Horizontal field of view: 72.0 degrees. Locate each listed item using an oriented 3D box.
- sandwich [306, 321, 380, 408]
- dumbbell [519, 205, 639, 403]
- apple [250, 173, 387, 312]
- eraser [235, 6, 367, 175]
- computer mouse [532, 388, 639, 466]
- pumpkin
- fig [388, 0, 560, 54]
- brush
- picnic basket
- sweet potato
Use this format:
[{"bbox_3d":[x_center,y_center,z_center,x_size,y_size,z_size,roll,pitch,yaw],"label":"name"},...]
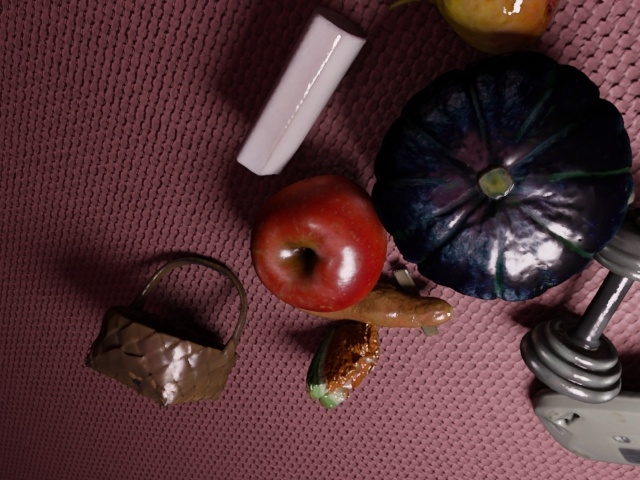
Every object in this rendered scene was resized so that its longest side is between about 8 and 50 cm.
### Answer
[{"bbox_3d":[0.062,0.274,0.973,0.160,0.184,0.109,-20,114,28],"label":"sandwich"},{"bbox_3d":[0.490,0.109,0.760,0.179,0.179,0.405,17,119,9],"label":"dumbbell"},{"bbox_3d":[0.000,0.000,0.839,0.261,0.216,0.260,8,112,19],"label":"apple"},{"bbox_3d":[-0.034,-0.250,0.757,0.095,0.174,0.270,36,120,-4],"label":"eraser"},{"bbox_3d":[0.584,0.350,0.851,0.331,0.095,0.197,-19,117,49],"label":"computer mouse"},{"bbox_3d":[0.259,-0.089,0.675,0.364,0.266,0.362,4,104,18],"label":"pumpkin"},{"bbox_3d":[0.220,-0.364,0.660,0.257,0.159,0.159,14,120,33],"label":"fig"},{"bbox_3d":[0.207,0.130,0.949,0.034,0.027,0.190,-18,115,28],"label":"brush"},{"bbox_3d":[-0.319,0.190,1.031,0.293,0.337,0.336,20,119,15],"label":"picnic basket"},{"bbox_3d":[0.097,0.129,0.934,0.355,0.106,0.095,4,96,15],"label":"sweet potato"}]
